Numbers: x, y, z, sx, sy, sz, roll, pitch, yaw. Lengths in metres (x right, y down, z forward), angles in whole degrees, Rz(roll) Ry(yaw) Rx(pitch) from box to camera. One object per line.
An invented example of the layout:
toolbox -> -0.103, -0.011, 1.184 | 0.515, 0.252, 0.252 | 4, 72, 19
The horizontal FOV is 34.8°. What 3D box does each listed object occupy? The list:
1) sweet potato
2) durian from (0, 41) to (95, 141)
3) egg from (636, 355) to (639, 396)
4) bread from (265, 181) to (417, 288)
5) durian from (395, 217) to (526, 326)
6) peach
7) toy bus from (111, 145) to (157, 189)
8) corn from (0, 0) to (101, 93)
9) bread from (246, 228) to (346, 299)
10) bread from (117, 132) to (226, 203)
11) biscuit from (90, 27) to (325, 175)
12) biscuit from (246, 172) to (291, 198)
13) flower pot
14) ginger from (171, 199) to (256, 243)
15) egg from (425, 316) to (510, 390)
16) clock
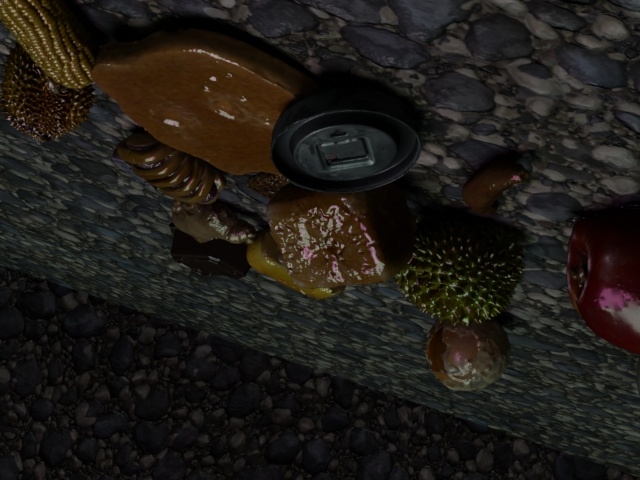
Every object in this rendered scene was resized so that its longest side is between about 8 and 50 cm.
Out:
sweet potato -> 0.262, -0.081, 1.595 | 0.078, 0.058, 0.255 | -1, 167, -2
durian -> -0.459, -0.248, 1.716 | 0.158, 0.168, 0.137 | 9, 179, -21
egg -> 0.688, 0.238, 1.780 | 0.258, 0.258, 0.352 | 19, 166, 3
bread -> 0.037, -0.030, 1.773 | 0.246, 0.176, 0.195 | -8, 112, 36
durian -> 0.236, 0.051, 1.831 | 0.237, 0.176, 0.200 | 17, 127, 41
peach -> 0.544, 0.093, 1.573 | 0.362, 0.201, 0.258 | 21, 162, -5
toy bus -> -0.382, -0.150, 2.124 | 0.052, 0.037, 0.130 | 13, 161, 28
corn -> -0.415, -0.324, 1.514 | 0.106, 0.106, 0.293 | 13, 160, 21
bread -> -0.053, 0.051, 2.291 | 0.245, 0.102, 0.094 | 26, 155, -25
bread -> -0.287, -0.134, 1.993 | 0.134, 0.081, 0.225 | 2, 155, 42
biscuit -> -0.143, -0.211, 1.605 | 0.365, 0.062, 0.385 | -1, 154, 36
biscuit -> -0.042, -0.098, 1.931 | 0.131, 0.026, 0.237 | 29, 160, -23
flower pot -> -0.265, 0.033, 2.488 | 0.251, 0.084, 0.179 | 0, 155, 47
ginger -> -0.240, -0.043, 2.237 | 0.213, 0.074, 0.137 | 12, 155, 46
egg -> 0.332, 0.247, 2.316 | 0.195, 0.195, 0.233 | 21, 176, -5
clock -> 0.037, -0.146, 1.521 | 0.226, 0.049, 0.226 | -2, 151, -1
